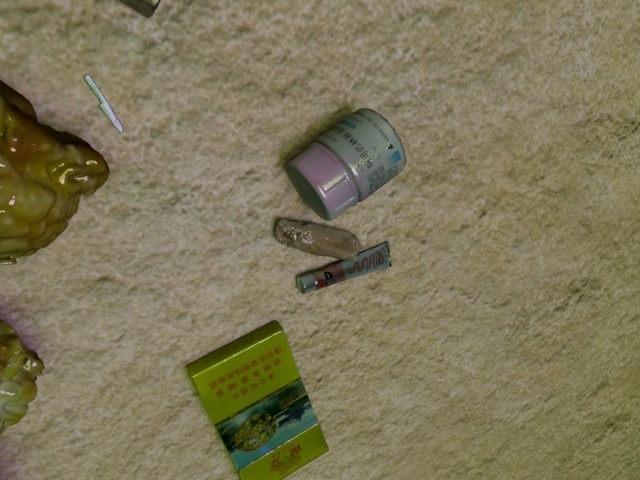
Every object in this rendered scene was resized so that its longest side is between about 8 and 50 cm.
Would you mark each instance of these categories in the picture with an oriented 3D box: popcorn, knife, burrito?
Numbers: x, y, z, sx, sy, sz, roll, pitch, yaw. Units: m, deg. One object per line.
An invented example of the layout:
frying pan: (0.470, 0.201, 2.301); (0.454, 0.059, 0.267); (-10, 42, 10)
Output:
popcorn: (-0.495, 0.197, 0.665); (0.204, 0.184, 0.221); (26, 89, 6)
knife: (-0.309, -0.194, 0.725); (0.014, 0.005, 0.091); (-35, 120, -13)
burrito: (0.001, 0.001, 0.930); (0.188, 0.045, 0.058); (13, 108, -32)
popcorn: (-0.396, -0.089, 0.612); (0.252, 0.206, 0.236); (-25, 103, -30)

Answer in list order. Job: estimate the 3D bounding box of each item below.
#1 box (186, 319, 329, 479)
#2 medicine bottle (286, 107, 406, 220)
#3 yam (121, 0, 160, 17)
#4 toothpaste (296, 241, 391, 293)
box: (-0.112, 0.335, 0.991); (0.187, 0.047, 0.334); (-26, 118, -18)
medicine bottle: (0.043, -0.127, 0.856); (0.169, 0.135, 0.135); (-37, 120, -9)
yam: (-0.278, -0.362, 0.648); (0.169, 0.068, 0.068); (34, 90, -32)
toothpaste: (0.052, 0.056, 0.983); (0.205, 0.036, 0.056); (-18, 113, -25)
